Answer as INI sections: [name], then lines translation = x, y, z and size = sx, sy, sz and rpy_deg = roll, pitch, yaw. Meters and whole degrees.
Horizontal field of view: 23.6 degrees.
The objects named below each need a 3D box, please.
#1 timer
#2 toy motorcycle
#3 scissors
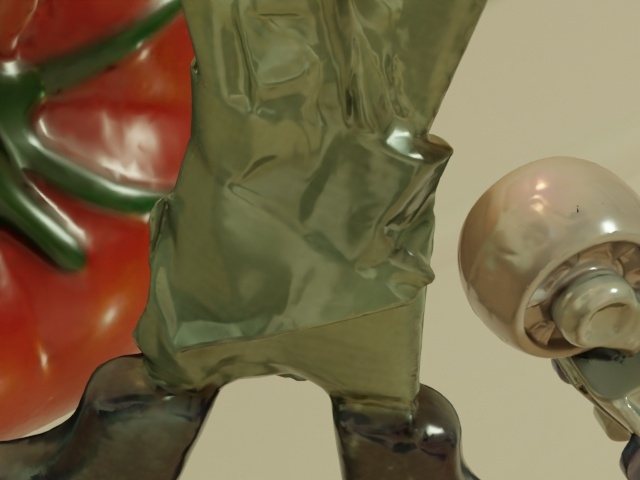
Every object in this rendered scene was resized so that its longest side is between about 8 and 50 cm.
[timer]
translation = -0.233, -0.070, 0.807
size = 0.279, 0.378, 0.378
rpy_deg = 16, -36, 51
[toy motorcycle]
translation = 0.145, 0.037, 0.615
size = 0.254, 0.112, 0.112
rpy_deg = 40, 24, -46
[scissors]
translation = 0.000, 0.000, 0.364
size = 0.029, 0.256, 0.383
rpy_deg = -88, -172, -53
